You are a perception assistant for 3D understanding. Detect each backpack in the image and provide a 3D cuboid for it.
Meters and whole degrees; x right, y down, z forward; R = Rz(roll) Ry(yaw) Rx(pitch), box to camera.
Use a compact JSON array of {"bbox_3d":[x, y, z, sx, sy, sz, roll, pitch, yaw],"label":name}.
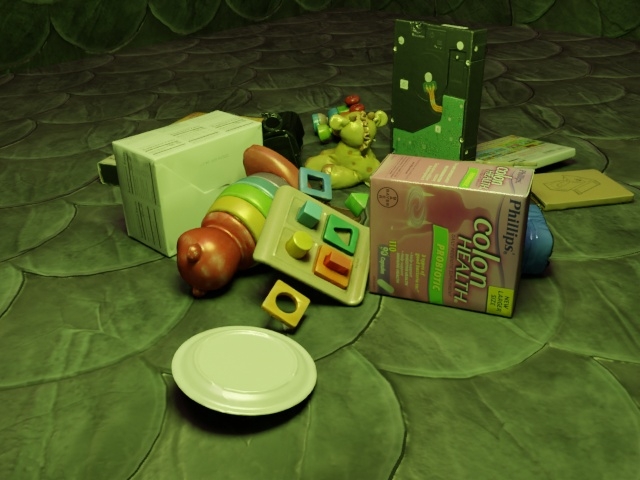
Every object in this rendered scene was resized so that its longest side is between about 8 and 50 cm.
[{"bbox_3d":[0.352,0.004,1.192,0.101,0.098,0.120,-3,37,-5],"label":"backpack"}]

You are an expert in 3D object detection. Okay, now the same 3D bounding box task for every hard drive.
[{"bbox_3d":[0.271,-0.339,1.591,0.064,0.339,0.236,-20,32,-35],"label":"hard drive"}]

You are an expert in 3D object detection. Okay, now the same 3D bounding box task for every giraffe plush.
[{"bbox_3d":[0.071,-0.220,1.556,0.210,0.171,0.181,21,35,37],"label":"giraffe plush"}]

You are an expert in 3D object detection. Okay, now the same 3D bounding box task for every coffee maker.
[{"bbox_3d":[-0.092,-0.248,1.618,0.120,0.171,0.178,7,29,-4],"label":"coffee maker"}]

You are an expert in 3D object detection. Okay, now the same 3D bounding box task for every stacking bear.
[{"bbox_3d":[-0.149,-0.019,1.214,0.164,0.176,0.289,24,44,20],"label":"stacking bear"}]

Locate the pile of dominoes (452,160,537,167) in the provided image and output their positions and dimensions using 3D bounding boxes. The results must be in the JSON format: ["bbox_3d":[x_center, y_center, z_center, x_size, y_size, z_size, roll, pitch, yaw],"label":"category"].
[{"bbox_3d":[0.317,-0.148,1.422,0.195,0.040,0.251,-1,7,-11],"label":"pile of dominoes"}]

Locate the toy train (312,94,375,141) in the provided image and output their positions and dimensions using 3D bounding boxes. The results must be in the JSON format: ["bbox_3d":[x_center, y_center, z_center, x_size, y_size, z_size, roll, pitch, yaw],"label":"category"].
[{"bbox_3d":[0.056,-0.297,1.792,0.143,0.105,0.248,-13,28,1],"label":"toy train"}]

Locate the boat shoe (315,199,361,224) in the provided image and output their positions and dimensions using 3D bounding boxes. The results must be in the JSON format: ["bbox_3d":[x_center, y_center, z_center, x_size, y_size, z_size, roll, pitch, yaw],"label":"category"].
[{"bbox_3d":[-0.006,-0.055,1.363,0.177,0.060,0.064,3,28,10],"label":"boat shoe"}]

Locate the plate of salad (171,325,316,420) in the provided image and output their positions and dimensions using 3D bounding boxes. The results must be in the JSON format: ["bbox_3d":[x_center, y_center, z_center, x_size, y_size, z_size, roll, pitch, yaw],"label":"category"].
[{"bbox_3d":[-0.105,0.182,0.932,0.199,0.048,0.200,8,26,-4],"label":"plate of salad"}]

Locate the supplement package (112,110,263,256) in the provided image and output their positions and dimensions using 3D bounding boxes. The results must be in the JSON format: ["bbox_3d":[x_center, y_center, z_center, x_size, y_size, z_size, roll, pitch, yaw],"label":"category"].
[{"bbox_3d":[-0.253,-0.122,1.353,0.145,0.204,0.261,23,37,38],"label":"supplement package"}]

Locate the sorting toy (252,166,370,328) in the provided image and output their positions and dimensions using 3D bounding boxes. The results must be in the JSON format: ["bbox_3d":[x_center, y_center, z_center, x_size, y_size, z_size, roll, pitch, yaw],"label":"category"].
[{"bbox_3d":[0.000,0.000,1.140,0.195,0.047,0.348,25,48,-11],"label":"sorting toy"}]

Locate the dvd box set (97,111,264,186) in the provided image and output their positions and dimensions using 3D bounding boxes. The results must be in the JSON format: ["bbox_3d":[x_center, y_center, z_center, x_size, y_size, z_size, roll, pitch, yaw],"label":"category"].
[{"bbox_3d":[-0.309,-0.229,1.716,0.307,0.062,0.420,9,30,21],"label":"dvd box set"}]

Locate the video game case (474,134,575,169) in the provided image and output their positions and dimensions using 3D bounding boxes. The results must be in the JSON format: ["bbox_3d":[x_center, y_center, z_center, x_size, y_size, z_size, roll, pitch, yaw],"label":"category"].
[{"bbox_3d":[0.465,-0.209,1.646,0.226,0.026,0.206,-18,26,-27],"label":"video game case"}]

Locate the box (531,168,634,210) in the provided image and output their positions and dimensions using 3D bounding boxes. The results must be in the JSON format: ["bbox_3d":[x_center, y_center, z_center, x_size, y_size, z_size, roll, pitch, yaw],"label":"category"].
[{"bbox_3d":[0.553,-0.115,1.486,0.201,0.021,0.164,-6,28,-7],"label":"box"}]

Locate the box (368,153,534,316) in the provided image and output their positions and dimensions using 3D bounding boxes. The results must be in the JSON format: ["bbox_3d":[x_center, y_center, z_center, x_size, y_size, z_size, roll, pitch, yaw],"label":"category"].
[{"bbox_3d":[0.209,-0.012,1.103,0.242,0.214,0.117,9,29,19],"label":"box"}]
